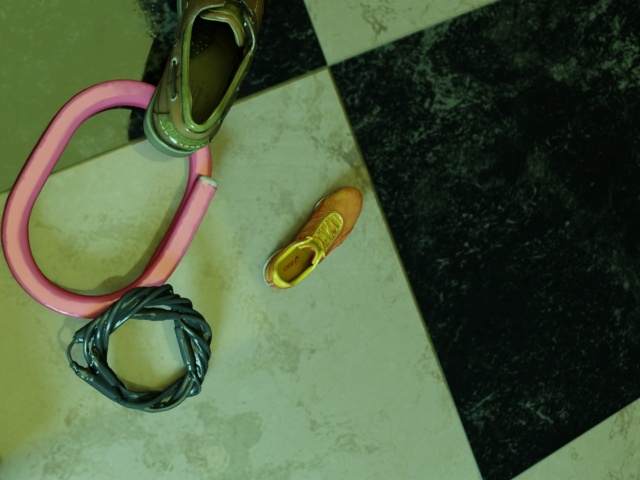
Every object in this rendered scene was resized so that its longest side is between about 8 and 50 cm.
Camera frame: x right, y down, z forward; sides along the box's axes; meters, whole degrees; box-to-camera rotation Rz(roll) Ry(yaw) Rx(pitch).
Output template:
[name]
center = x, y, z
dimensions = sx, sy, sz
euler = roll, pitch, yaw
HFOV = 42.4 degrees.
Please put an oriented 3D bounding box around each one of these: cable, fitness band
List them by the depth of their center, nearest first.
[fitness band]
center = -0.246, -0.048, 0.975
dimensions = 0.209, 0.054, 0.291
euler = 30, 80, -20
[cable]
center = -0.202, 0.132, 0.984
dimensions = 0.150, 0.047, 0.184
euler = -48, 130, -9

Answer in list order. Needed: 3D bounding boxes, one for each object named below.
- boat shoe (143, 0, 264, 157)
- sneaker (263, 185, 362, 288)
[boat shoe]
center = -0.114, -0.246, 0.969
dimensions = 0.110, 0.104, 0.307
euler = 18, 74, -26
[sneaker]
center = 0.000, 0.000, 1.070
dimensions = 0.064, 0.067, 0.175
euler = 44, 75, -16
